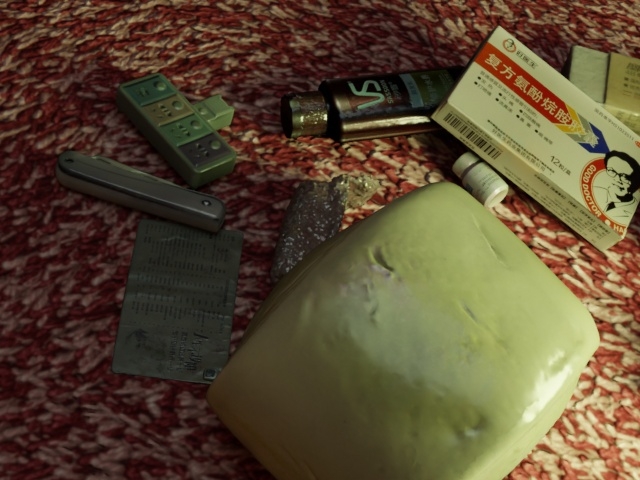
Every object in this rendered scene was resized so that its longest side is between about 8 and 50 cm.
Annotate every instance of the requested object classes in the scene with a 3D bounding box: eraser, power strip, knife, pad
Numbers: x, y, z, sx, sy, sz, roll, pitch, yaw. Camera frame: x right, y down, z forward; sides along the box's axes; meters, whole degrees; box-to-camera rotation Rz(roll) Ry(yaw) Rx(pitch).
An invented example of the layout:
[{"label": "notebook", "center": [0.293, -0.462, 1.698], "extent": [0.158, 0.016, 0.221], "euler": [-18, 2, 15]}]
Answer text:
[{"label": "eraser", "center": [0.587, -0.231, 1.838], "extent": [0.344, 0.078, 0.144], "euler": [16, 54, 1]}, {"label": "power strip", "center": [-0.207, -0.182, 1.670], "extent": [0.145, 0.061, 0.215], "euler": [-27, 64, -34]}, {"label": "knife", "center": [-0.269, -0.078, 1.587], "extent": [0.266, 0.040, 0.073], "euler": [19, 42, 3]}, {"label": "pad", "center": [-0.200, 0.081, 1.507], "extent": [0.160, 0.009, 0.265], "euler": [7, 53, -5]}]

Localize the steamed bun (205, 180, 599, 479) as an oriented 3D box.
[{"label": "steamed bun", "center": [0.120, 0.138, 1.315], "extent": [0.371, 0.290, 0.456], "euler": [46, 61, 7]}]

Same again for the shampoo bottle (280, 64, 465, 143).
[{"label": "shampoo bottle", "center": [0.098, -0.222, 1.735], "extent": [0.323, 0.084, 0.129], "euler": [-7, 55, -15]}]

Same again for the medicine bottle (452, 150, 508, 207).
[{"label": "medicine bottle", "center": [0.256, -0.098, 1.694], "extent": [0.052, 0.052, 0.089], "euler": [-28, 64, -27]}]

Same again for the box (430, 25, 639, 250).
[{"label": "box", "center": [0.370, -0.168, 1.707], "extent": [0.353, 0.069, 0.214], "euler": [39, 55, -4]}]

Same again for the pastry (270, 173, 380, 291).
[{"label": "pastry", "center": [-0.011, -0.008, 1.548], "extent": [0.112, 0.103, 0.265], "euler": [27, 51, 1]}]
